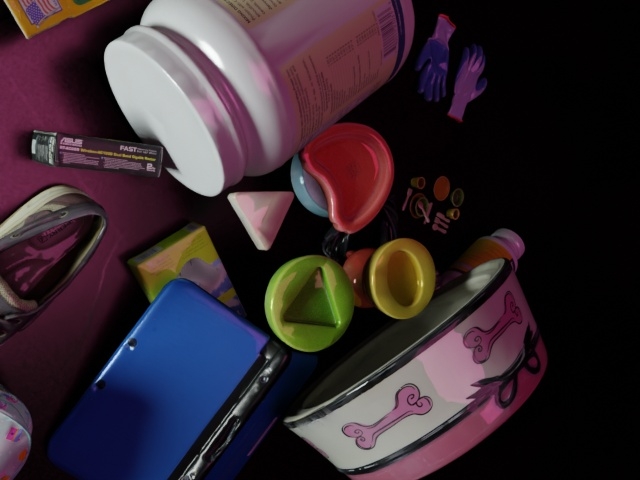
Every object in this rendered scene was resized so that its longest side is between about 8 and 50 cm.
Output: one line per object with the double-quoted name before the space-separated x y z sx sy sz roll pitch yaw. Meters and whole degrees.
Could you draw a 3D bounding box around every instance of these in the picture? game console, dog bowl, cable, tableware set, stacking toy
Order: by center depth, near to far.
"game console" -0.176 0.228 0.834 0.293 0.173 0.250 -53 160 -2
"stacking toy" 0.000 0.000 0.867 0.280 0.130 0.308 -26 103 -28
"dog bowl" 0.150 0.201 0.877 0.408 0.408 0.150 -34 85 -29
"cable" 0.086 -0.003 1.023 0.184 0.047 0.150 -52 127 -20
"tableware set" 0.224 -0.078 1.135 0.154 0.024 0.104 25 83 -40

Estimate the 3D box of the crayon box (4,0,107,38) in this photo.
"crayon box" -0.238 -0.383 0.627 0.323 0.083 0.203 -41 135 -26

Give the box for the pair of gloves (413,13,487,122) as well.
"pair of gloves" 0.251 -0.317 1.108 0.198 0.023 0.159 21 86 -40

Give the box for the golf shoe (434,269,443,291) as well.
"golf shoe" 0.203 0.141 1.142 0.094 0.077 0.198 -32 112 -18

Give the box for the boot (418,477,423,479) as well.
"boot" 0.191 0.351 1.152 0.247 0.094 0.207 -13 104 -30

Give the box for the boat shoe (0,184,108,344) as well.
"boat shoe" -0.350 0.053 0.646 0.285 0.092 0.103 -49 125 -21

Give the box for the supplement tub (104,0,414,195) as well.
"supplement tub" -0.067 -0.227 0.724 0.325 0.235 0.235 -42 123 -25

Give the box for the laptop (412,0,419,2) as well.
"laptop" 0.176 -0.545 0.723 0.408 0.236 0.382 -51 142 -17

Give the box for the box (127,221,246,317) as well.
"box" -0.179 0.077 0.825 0.109 0.042 0.178 -35 119 -26

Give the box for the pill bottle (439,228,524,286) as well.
"pill bottle" 0.336 0.056 1.204 0.184 0.103 0.103 -39 122 -26

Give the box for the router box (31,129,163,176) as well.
"router box" -0.260 -0.101 0.687 0.122 0.092 0.038 2 98 -39

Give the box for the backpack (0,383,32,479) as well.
"backpack" -0.397 0.242 0.635 0.152 0.115 0.182 48 67 -33
